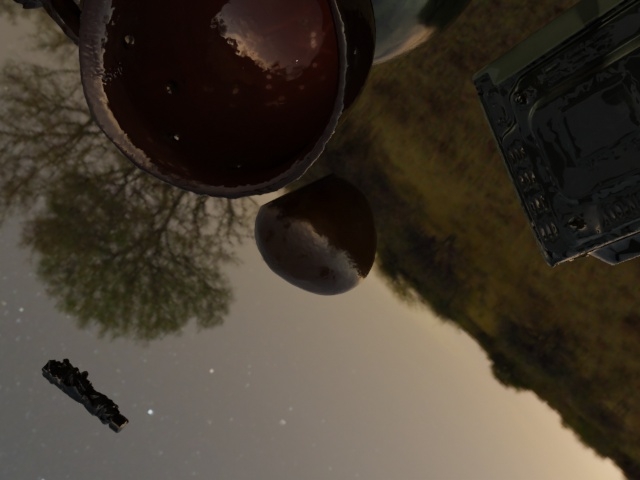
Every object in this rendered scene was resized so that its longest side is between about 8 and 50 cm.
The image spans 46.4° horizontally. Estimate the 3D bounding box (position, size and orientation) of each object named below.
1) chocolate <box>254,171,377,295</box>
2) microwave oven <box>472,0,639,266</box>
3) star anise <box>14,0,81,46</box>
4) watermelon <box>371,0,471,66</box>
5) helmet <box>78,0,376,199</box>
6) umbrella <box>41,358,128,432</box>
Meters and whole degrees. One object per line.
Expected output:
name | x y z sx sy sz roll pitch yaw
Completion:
chocolate | 0.000 0.000 1.026 0.177 0.176 0.177 42 -176 -4
microwave oven | 0.376 -0.150 0.785 0.219 0.355 0.286 -10 -103 -38
star anise | -0.144 -0.184 0.490 0.237 0.148 0.346 -13 156 39
watermelon | 0.030 -0.323 0.802 0.359 0.278 0.279 2 150 49
helmet | -0.039 -0.106 0.407 0.155 0.175 0.106 59 -144 -4
umbrella | -0.514 0.338 1.649 0.224 0.071 0.080 38 -173 13
